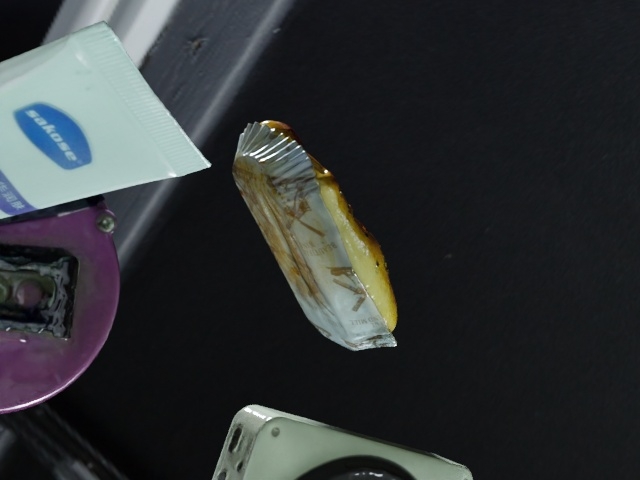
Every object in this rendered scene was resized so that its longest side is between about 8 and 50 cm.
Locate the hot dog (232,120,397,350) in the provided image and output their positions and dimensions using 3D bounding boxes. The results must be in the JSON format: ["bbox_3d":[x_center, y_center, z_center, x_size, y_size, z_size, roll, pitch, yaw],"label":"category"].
[{"bbox_3d":[0.000,0.000,0.989,0.162,0.082,0.270,27,-32,55],"label":"hot dog"}]

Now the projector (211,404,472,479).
[{"bbox_3d":[0.004,0.295,0.841,0.079,0.259,0.257,10,-100,54],"label":"projector"}]

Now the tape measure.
[{"bbox_3d":[-0.295,0.029,0.823,0.149,0.245,0.231,174,-80,-65],"label":"tape measure"}]

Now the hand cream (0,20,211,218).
[{"bbox_3d":[-0.230,-0.047,0.583,0.320,0.067,0.109,-13,-44,21],"label":"hand cream"}]
